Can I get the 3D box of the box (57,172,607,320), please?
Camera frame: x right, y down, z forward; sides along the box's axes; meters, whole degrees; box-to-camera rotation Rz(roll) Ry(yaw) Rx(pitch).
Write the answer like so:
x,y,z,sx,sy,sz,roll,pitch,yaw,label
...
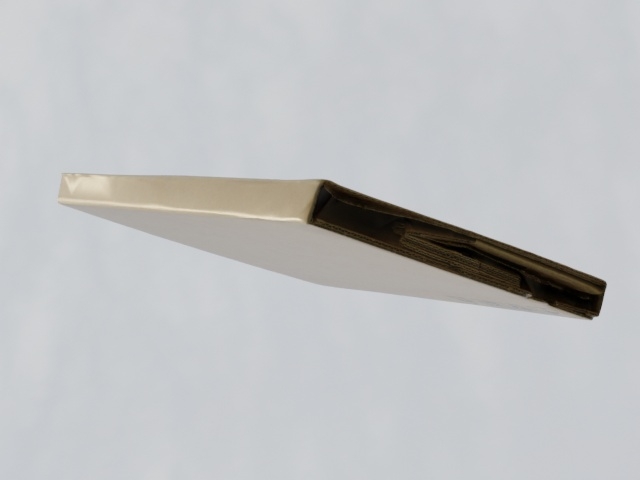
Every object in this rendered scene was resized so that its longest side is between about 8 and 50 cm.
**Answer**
x,y,z,sx,sy,sz,roll,pitch,yaw,label
0.000,0.000,0.812,0.164,0.201,0.021,18,-97,-36,box
